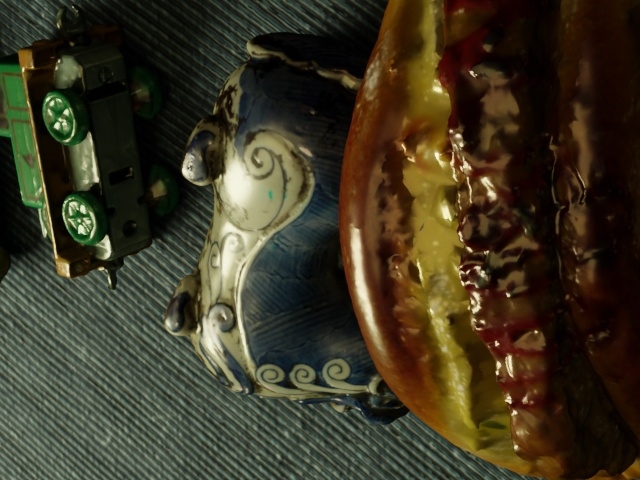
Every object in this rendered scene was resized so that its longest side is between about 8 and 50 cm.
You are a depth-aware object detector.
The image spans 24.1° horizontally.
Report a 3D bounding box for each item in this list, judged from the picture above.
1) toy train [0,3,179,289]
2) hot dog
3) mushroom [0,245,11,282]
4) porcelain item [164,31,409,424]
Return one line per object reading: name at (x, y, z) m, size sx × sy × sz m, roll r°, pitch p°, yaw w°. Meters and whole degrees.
toy train at (-0.193, -0.074, 1.178) m, size 0.136 × 0.091 × 0.228 m, roll 13°, pitch 117°, yaw 41°
hot dog at (0.134, -0.022, 0.896) m, size 0.185 × 0.223 × 0.405 m, roll 1°, pitch 109°, yaw 36°
mushroom at (-0.339, -0.107, 1.263) m, size 0.107 × 0.087 × 0.333 m, roll 1°, pitch 107°, yaw 34°
porcelain item at (0.000, 0.000, 1.051) m, size 0.186 × 0.138 × 0.288 m, roll 20°, pitch 121°, yaw 14°
